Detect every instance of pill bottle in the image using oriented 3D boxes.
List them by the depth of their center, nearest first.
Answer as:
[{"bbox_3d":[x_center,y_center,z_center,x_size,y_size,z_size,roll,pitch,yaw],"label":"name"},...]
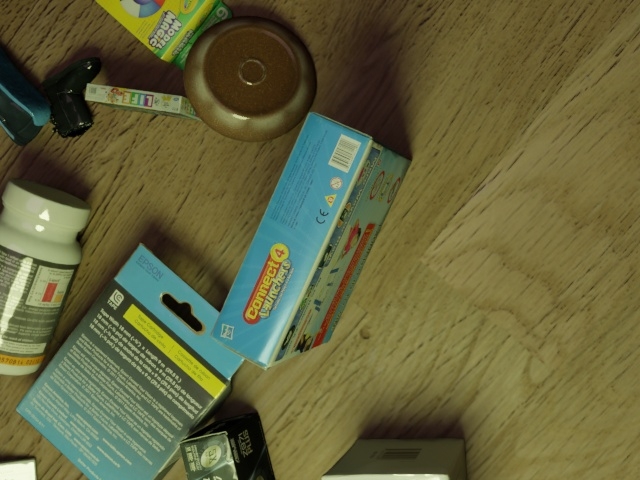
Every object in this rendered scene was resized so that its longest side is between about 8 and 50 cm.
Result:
[{"bbox_3d":[-0.466,0.055,1.409,0.162,0.162,0.278,24,96,13],"label":"pill bottle"}]

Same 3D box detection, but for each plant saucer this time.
[{"bbox_3d":[-0.102,-0.245,1.341,0.199,0.036,0.198,2,80,-10],"label":"plant saucer"}]

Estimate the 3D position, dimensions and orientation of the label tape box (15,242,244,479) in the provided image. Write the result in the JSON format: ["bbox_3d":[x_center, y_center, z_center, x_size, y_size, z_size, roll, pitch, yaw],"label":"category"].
[{"bbox_3d":[-0.268,0.204,1.390,0.241,0.106,0.333,40,98,10],"label":"label tape box"}]

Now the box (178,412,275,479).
[{"bbox_3d":[-0.127,0.359,1.335,0.078,0.147,0.180,-15,86,14],"label":"box"}]

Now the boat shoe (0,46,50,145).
[{"bbox_3d":[-0.543,-0.254,1.451,0.258,0.109,0.089,49,119,20],"label":"boat shoe"}]

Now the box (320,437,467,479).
[{"bbox_3d":[0.116,0.464,1.241,0.168,0.215,0.345,-4,89,14],"label":"box"}]

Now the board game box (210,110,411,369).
[{"bbox_3d":[0.000,0.000,1.221,0.086,0.302,0.308,26,96,13],"label":"board game box"}]

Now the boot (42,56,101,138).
[{"bbox_3d":[-0.386,-0.225,1.448,0.121,0.045,0.099,-23,83,20],"label":"boot"}]

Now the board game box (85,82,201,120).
[{"bbox_3d":[-0.265,-0.210,1.387,0.154,0.103,0.026,10,93,14],"label":"board game box"}]

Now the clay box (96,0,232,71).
[{"bbox_3d":[-0.256,-0.376,1.410,0.222,0.053,0.127,42,100,11],"label":"clay box"}]

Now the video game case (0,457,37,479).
[{"bbox_3d":[-0.530,0.439,1.468,0.143,0.019,0.157,-4,90,-16],"label":"video game case"}]
